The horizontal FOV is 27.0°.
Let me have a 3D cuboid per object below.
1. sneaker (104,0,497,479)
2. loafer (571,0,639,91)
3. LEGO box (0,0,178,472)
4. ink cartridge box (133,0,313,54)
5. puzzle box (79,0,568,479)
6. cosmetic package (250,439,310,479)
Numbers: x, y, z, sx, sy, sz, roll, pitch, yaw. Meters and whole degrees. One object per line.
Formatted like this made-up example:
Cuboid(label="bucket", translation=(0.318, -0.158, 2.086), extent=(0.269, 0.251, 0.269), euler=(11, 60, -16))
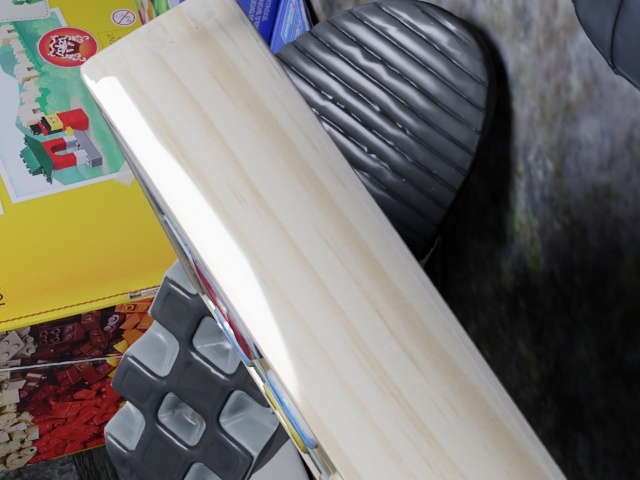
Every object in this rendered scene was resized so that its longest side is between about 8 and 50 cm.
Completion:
Cuboid(label="sneaker", translation=(0.000, 0.000, 0.707), extent=(0.122, 0.146, 0.330), euler=(43, 127, 12))
Cuboid(label="loafer", translation=(0.127, -0.103, 0.338), extent=(0.223, 0.076, 0.078), euler=(109, 139, -65))
Cuboid(label="LEGO box", translation=(-0.305, -0.062, 1.141), extent=(0.193, 0.373, 0.500), euler=(100, 151, -51))
Cuboid(label="ink cartridge box", translation=(-0.090, -0.200, 0.914), extent=(0.186, 0.065, 0.311), euler=(109, 142, -58))
Cuboid(label="puzzle box", translation=(0.063, 0.135, 0.454), extent=(0.409, 0.052, 0.272), euler=(56, 173, 14))
Cuboid(label="cosmetic package", translation=(-0.041, 0.312, 1.009), extent=(0.153, 0.129, 0.296), euler=(104, 148, -55))
